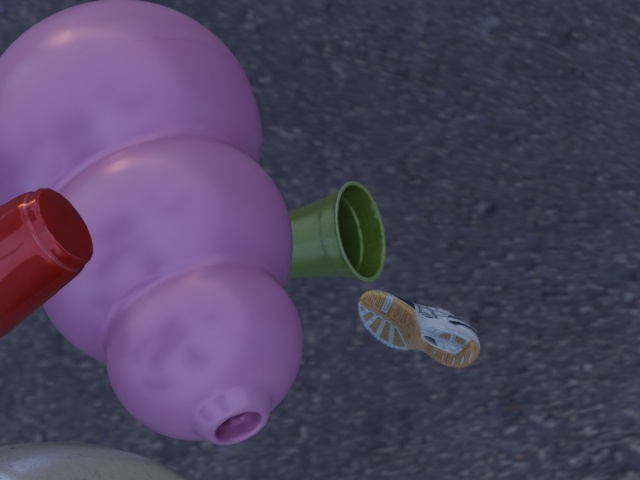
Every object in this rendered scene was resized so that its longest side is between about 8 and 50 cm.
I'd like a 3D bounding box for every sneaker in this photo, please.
[{"bbox_3d":[0.063,0.055,1.154,0.083,0.037,0.032,27,112,2],"label":"sneaker"}]

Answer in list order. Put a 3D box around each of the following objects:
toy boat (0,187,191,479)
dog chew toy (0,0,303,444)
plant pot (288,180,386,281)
[{"bbox_3d":[-0.132,0.134,0.827,0.148,0.267,0.318,-33,63,18],"label":"toy boat"},{"bbox_3d":[-0.112,-0.007,1.229,0.207,0.207,0.331,-40,55,19],"label":"dog chew toy"},{"bbox_3d":[0.000,0.000,1.477,0.079,0.083,0.083,-13,83,28],"label":"plant pot"}]
